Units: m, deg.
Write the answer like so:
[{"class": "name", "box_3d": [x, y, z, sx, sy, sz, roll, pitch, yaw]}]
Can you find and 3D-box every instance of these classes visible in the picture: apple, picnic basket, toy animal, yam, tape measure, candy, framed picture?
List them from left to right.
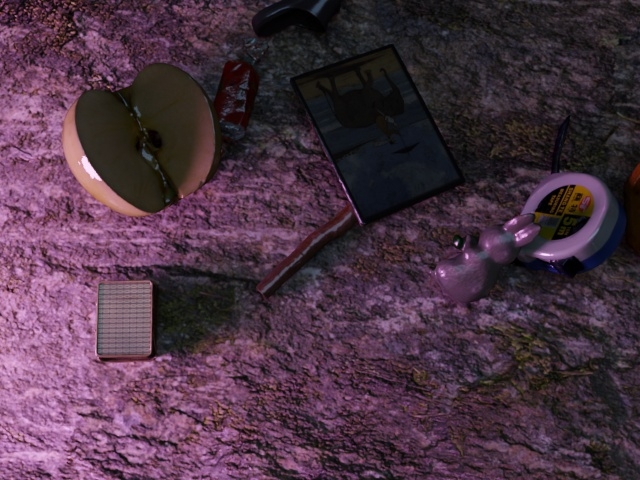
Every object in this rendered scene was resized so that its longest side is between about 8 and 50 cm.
[{"class": "picnic basket", "box_3d": [-0.379, 0.156, 1.647, 0.115, 0.079, 0.164, -1, 79, -2]}, {"class": "apple", "box_3d": [-0.345, -0.185, 1.640, 0.295, 0.233, 0.258, -29, 96, -18]}, {"class": "candy", "box_3d": [-0.178, -0.295, 1.755, 0.086, 0.059, 0.292, 14, 78, 1]}, {"class": "yam", "box_3d": [0.000, 0.000, 1.713, 0.327, 0.045, 0.045, -42, 105, -10]}, {"class": "framed picture", "box_3d": [0.120, -0.227, 1.746, 0.265, 0.016, 0.347, -22, 81, -21]}, {"class": "toy animal", "box_3d": [0.337, 0.029, 1.656, 0.236, 0.108, 0.138, -30, 88, 20]}, {"class": "tape measure", "box_3d": [0.521, -0.092, 1.692, 0.098, 0.215, 0.351, 37, 74, -38]}]

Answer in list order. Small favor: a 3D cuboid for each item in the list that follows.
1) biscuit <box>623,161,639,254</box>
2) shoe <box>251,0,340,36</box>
[{"class": "biscuit", "box_3d": [0.762, -0.092, 1.672, 0.359, 0.046, 0.359, -5, 112, -13]}, {"class": "shoe", "box_3d": [-0.023, -0.474, 1.776, 0.241, 0.108, 0.093, -25, 82, 0]}]
